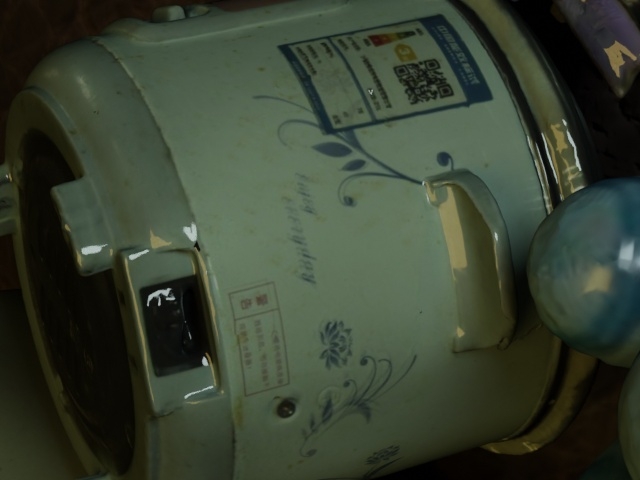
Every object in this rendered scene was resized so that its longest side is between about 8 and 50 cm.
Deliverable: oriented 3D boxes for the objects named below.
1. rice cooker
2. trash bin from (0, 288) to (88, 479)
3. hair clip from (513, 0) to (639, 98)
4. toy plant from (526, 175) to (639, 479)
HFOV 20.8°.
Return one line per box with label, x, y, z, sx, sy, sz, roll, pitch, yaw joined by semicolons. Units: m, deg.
rice cooker;0.000;0.000;0.870;0.316;0.316;0.264;-7;98;35
trash bin;-0.072;0.235;0.993;0.432;0.280;0.280;32;118;27
hair clip;0.089;-0.199;0.890;0.106;0.084;0.292;-40;74;16
toy plant;0.210;0.047;0.712;0.247;0.332;0.247;9;105;33
